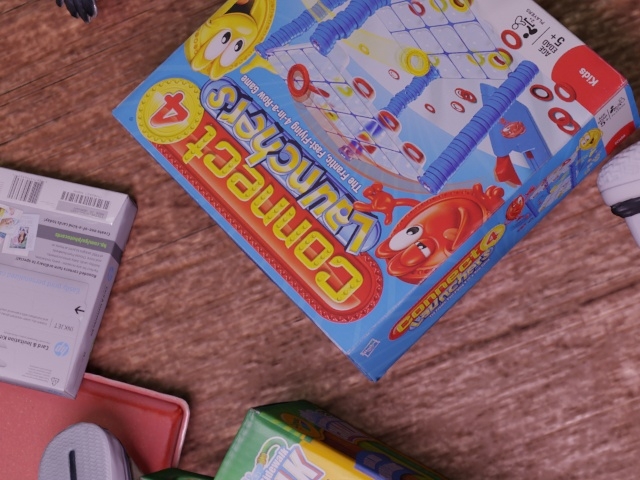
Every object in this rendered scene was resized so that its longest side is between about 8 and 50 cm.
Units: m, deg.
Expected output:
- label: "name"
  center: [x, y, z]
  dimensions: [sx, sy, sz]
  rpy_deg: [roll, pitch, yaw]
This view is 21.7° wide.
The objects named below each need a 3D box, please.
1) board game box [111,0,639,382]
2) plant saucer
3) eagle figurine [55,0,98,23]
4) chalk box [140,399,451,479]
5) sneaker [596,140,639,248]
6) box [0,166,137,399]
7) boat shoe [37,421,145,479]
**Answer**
- label: "board game box"
  center: [0.041, -0.100, 1.356]
  dimensions: [0.302, 0.086, 0.308]
  rpy_deg: [-44, 65, -3]
- label: "plant saucer"
  center: [-0.257, 0.236, 1.506]
  dimensions: [0.258, 0.048, 0.259]
  rpy_deg: [14, 93, 14]
- label: "eagle figurine"
  center: [-0.211, -0.371, 1.461]
  dimensions: [0.226, 0.225, 0.298]
  rpy_deg: [-12, 122, 52]
- label: "chalk box"
  center: [-0.007, 0.244, 1.374]
  dimensions: [0.289, 0.180, 0.179]
  rpy_deg: [28, 94, 12]
- label: "sneaker"
  center: [0.418, -0.035, 1.302]
  dimensions: [0.366, 0.137, 0.210]
  rpy_deg: [-23, 84, 18]
- label: "box"
  center: [-0.259, 0.035, 1.488]
  dimensions: [0.145, 0.038, 0.186]
  rpy_deg: [12, 73, 14]
- label: "boat shoe"
  center: [-0.167, 0.291, 1.347]
  dimensions: [0.109, 0.094, 0.302]
  rpy_deg: [-22, 54, 25]
